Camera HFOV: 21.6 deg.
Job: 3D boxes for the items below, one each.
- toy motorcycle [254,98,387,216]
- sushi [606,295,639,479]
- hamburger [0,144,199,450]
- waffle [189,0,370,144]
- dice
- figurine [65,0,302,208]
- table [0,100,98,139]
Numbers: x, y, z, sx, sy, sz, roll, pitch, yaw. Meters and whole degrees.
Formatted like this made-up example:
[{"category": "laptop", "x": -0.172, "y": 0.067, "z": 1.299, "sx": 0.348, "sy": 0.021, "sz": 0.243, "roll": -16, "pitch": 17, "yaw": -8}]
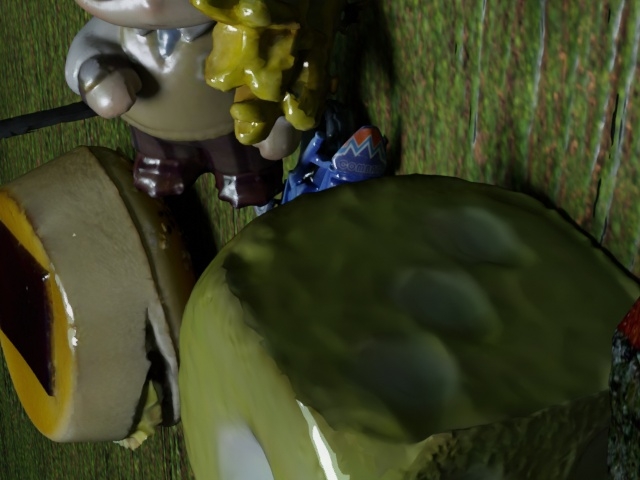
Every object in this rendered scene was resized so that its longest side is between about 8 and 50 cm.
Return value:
[{"category": "toy motorcycle", "x": 0.000, "y": 0.000, "z": 1.235, "sx": 0.114, "sy": 0.076, "sz": 0.205, "roll": -137, "pitch": 55, "yaw": -59}, {"category": "sushi", "x": 0.219, "y": 0.092, "z": 0.751, "sx": 0.225, "sy": 0.136, "sz": 0.126, "roll": -141, "pitch": 52, "yaw": -61}, {"category": "hamburger", "x": -0.212, "y": 0.055, "z": 1.629, "sx": 0.300, "sy": 0.176, "sz": 0.300, "roll": 168, "pitch": 90, "yaw": -67}, {"category": "waffle", "x": 0.010, "y": -0.213, "z": 0.934, "sx": 0.069, "sy": 0.293, "sz": 0.260, "roll": 6, "pitch": 125, "yaw": 21}, {"category": "dice", "x": 0.061, "y": 0.115, "z": 0.990, "sx": 0.238, "sy": 0.233, "sz": 0.227, "roll": 50, "pitch": 146, "yaw": 47}, {"category": "figurine", "x": -0.108, "y": -0.168, "z": 1.077, "sx": 0.218, "sy": 0.206, "sz": 0.365, "roll": 17, "pitch": 126, "yaw": 24}, {"category": "table", "x": -0.260, "y": -0.281, "z": 1.320, "sx": 0.335, "sy": 0.222, "sz": 0.272, "roll": 60, "pitch": 151, "yaw": 23}]
